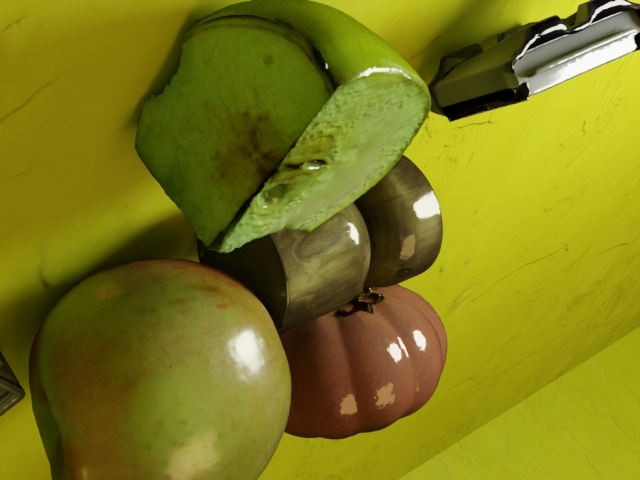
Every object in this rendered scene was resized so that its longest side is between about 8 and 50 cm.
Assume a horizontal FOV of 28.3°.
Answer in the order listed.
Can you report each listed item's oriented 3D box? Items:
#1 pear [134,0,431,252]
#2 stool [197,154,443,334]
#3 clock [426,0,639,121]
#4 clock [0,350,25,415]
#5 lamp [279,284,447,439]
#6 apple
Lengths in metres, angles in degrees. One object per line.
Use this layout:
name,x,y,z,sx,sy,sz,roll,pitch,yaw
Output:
pear,-0.020,-0.140,1.319,0.282,0.176,0.286,-14,151,-49
stool,0.000,0.000,1.592,0.264,0.179,0.179,-21,151,-37
clock,0.272,-0.233,1.590,0.253,0.083,0.186,-25,-172,-30
clock,-0.426,0.163,1.383,0.145,0.073,0.193,-38,157,-2
lamp,0.029,0.150,1.832,0.305,0.239,0.305,-12,-166,3
apple,-0.184,0.178,1.473,0.277,0.319,0.319,-15,149,-24
